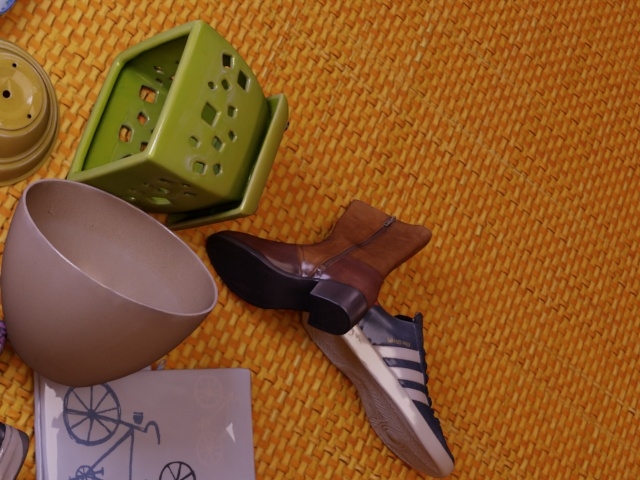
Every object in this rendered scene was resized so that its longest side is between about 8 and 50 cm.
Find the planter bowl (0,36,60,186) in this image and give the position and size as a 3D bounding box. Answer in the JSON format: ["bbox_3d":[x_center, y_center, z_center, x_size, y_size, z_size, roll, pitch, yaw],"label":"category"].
[{"bbox_3d":[-0.434,-0.187,1.819,0.217,0.090,0.217,8,76,-33],"label":"planter bowl"}]

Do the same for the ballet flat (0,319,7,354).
[{"bbox_3d":[-0.496,0.077,1.745,0.221,0.077,0.079,38,44,-27],"label":"ballet flat"}]

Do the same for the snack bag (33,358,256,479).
[{"bbox_3d":[-0.232,0.328,1.884,0.342,0.037,0.323,0,81,-33],"label":"snack bag"}]

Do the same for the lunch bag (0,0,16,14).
[{"bbox_3d":[-0.487,-0.410,1.827,0.219,0.090,0.176,34,65,-24],"label":"lunch bag"}]

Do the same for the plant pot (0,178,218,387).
[{"bbox_3d":[-0.304,0.079,1.771,0.284,0.284,0.191,26,109,-27],"label":"plant pot"}]

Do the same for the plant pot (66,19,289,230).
[{"bbox_3d":[-0.186,-0.143,1.899,0.207,0.228,0.227,32,64,-31],"label":"plant pot"}]

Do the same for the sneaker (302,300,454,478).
[{"bbox_3d":[0.126,0.198,2.087,0.148,0.131,0.350,-39,102,-28],"label":"sneaker"}]

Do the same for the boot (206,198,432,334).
[{"bbox_3d":[0.000,0.000,2.047,0.280,0.264,0.096,-48,150,-48],"label":"boot"}]

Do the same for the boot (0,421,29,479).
[{"bbox_3d":[-0.548,0.314,1.615,0.284,0.138,0.377,42,57,-21],"label":"boot"}]
